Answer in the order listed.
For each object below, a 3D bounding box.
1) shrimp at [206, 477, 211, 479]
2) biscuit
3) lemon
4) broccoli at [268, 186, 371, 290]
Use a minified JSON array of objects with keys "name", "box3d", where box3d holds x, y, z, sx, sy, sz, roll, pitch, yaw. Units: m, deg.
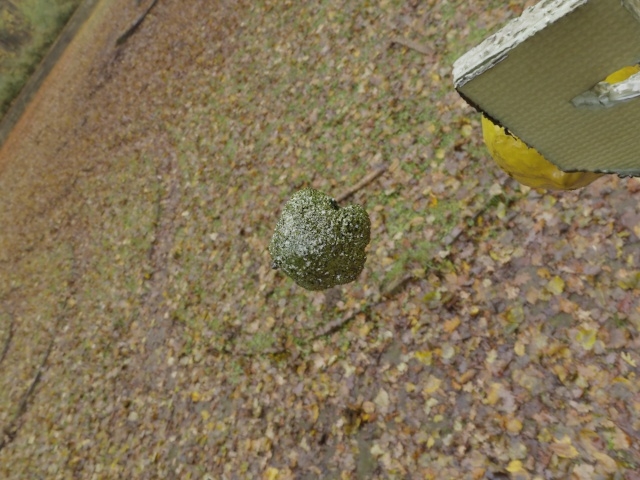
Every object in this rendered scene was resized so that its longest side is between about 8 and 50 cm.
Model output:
[{"name":"shrimp","box3d":[-0.126,0.330,0.479,0.411,0.165,0.221,-10,33,22]},{"name":"biscuit","box3d":[0.254,-0.129,0.488,0.147,0.250,0.046,-29,46,47]},{"name":"lemon","box3d":[0.304,-0.167,0.675,0.192,0.192,0.230,-10,61,46]},{"name":"broccoli","box3d":[0.000,0.000,0.654,0.130,0.131,0.120,14,28,23]}]
